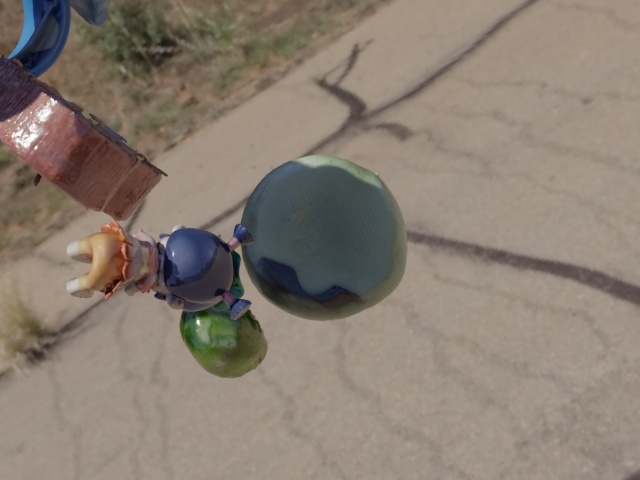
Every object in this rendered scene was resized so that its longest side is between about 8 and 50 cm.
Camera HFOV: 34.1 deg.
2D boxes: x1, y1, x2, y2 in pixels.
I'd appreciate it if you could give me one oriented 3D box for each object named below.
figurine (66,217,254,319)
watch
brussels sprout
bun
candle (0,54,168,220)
[{"bbox_3d":[-0.169,0.035,1.145,0.195,0.111,0.102,5,-15,-35],"label":"figurine"},{"bbox_3d":[-0.491,-0.357,1.620,0.241,0.305,0.274,10,74,49],"label":"watch"},{"bbox_3d":[-0.153,0.151,1.665,0.117,0.155,0.155,-58,18,14],"label":"brussels sprout"},{"bbox_3d":[0.000,0.000,1.743,0.283,0.283,0.179,-36,-2,-10],"label":"bun"},{"bbox_3d":[-0.378,-0.142,1.490,0.131,0.287,0.317,-50,-2,-2],"label":"candle"}]
